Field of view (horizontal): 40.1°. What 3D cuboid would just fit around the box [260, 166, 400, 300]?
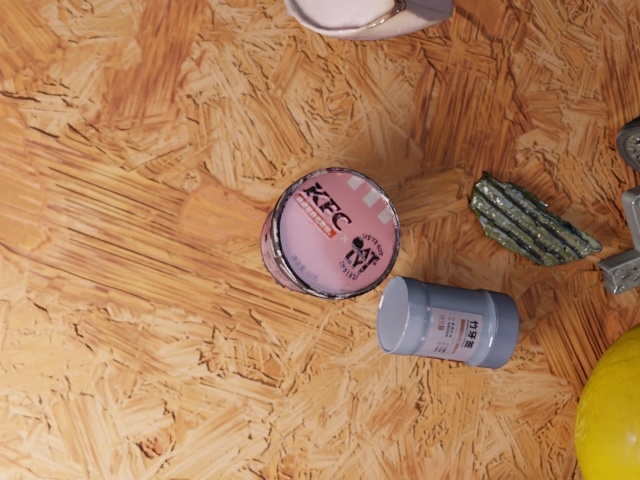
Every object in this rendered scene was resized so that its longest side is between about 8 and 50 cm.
[{"bbox_3d":[0.000,0.000,1.043,0.151,0.135,0.151,3,81,-20],"label":"box"}]

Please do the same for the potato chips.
[{"bbox_3d":[0.290,-0.014,1.202,0.208,0.028,0.091,33,77,-12],"label":"potato chips"}]

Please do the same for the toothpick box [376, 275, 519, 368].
[{"bbox_3d":[0.159,0.104,1.107,0.153,0.101,0.101,10,82,-17],"label":"toothpick box"}]

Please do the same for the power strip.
[{"bbox_3d":[0.466,0.030,1.221,0.145,0.061,0.215,-22,107,1],"label":"power strip"}]

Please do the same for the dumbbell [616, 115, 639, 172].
[{"bbox_3d":[0.518,-0.192,1.262,0.110,0.110,0.254,42,68,-12],"label":"dumbbell"}]

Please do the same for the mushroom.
[{"bbox_3d":[0.056,-0.339,1.109,0.173,0.162,0.236,4,68,-54],"label":"mushroom"}]

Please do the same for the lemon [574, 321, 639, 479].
[{"bbox_3d":[0.490,0.239,1.095,0.348,0.348,0.347,2,85,-19],"label":"lemon"}]
